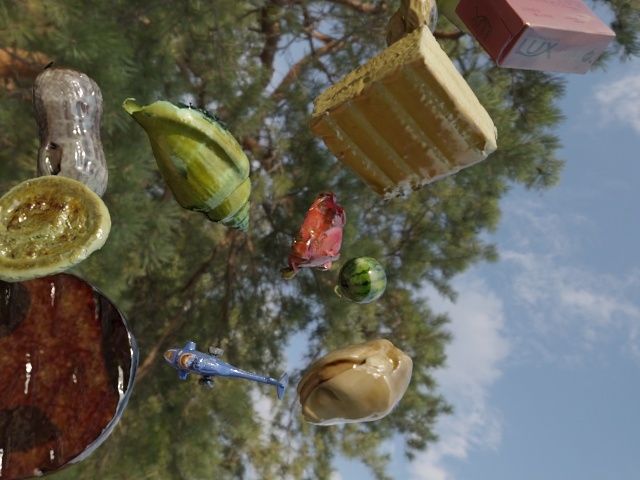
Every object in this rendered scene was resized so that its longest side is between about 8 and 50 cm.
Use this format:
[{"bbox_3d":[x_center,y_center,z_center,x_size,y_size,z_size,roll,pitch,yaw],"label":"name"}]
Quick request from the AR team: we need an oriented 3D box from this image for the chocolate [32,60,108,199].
[{"bbox_3d":[-0.393,-0.157,0.838,0.110,0.110,0.248,-10,-99,57],"label":"chocolate"}]

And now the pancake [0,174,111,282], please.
[{"bbox_3d":[-0.230,-0.011,0.439,0.108,0.108,0.017,56,-20,28],"label":"pancake"}]

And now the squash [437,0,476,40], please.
[{"bbox_3d":[0.425,-0.563,1.229,0.236,0.155,0.204,35,-55,-4],"label":"squash"}]

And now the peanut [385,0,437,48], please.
[{"bbox_3d":[0.228,-0.546,1.326,0.233,0.110,0.197,118,-17,-56],"label":"peanut"}]

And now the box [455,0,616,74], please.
[{"bbox_3d":[0.244,-0.247,0.605,0.060,0.156,0.112,116,-39,-48],"label":"box"}]

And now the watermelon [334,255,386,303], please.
[{"bbox_3d":[0.080,0.081,1.082,0.109,0.108,0.109,25,-59,50],"label":"watermelon"}]

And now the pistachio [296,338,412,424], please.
[{"bbox_3d":[0.121,0.515,1.893,0.445,0.365,0.282,-31,-131,12],"label":"pistachio"}]

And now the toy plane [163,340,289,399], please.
[{"bbox_3d":[-0.128,0.174,0.708,0.062,0.167,0.054,129,-24,-74],"label":"toy plane"}]

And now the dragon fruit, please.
[{"bbox_3d":[0.002,-0.005,0.741,0.067,0.126,0.112,25,-36,2],"label":"dragon fruit"}]

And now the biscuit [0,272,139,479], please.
[{"bbox_3d":[-0.566,0.255,1.034,0.408,0.407,0.091,64,-23,19],"label":"biscuit"}]

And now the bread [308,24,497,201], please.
[{"bbox_3d":[0.139,-0.191,0.891,0.239,0.246,0.111,-23,-138,37],"label":"bread"}]

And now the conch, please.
[{"bbox_3d":[-0.126,-0.079,0.583,0.201,0.094,0.080,72,5,-53],"label":"conch"}]
